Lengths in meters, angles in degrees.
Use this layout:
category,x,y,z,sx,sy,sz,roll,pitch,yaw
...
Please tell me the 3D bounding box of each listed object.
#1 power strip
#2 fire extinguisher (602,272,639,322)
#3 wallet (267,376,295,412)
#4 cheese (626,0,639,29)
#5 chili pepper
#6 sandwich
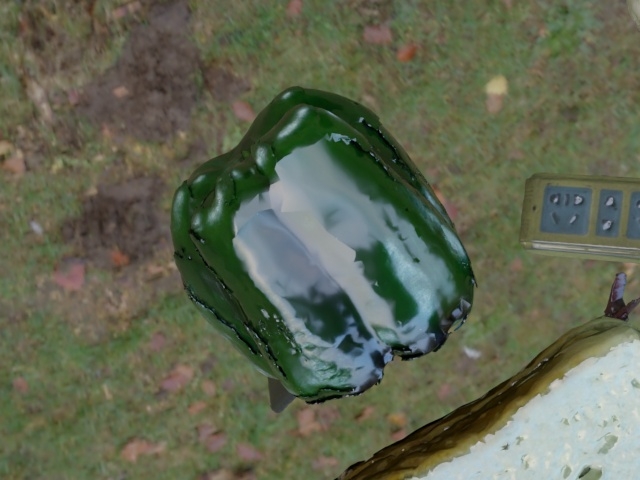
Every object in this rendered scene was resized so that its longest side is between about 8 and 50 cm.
category,x,y,z,sx,sy,sz,roll,pitch,yaw
power strip,0.403,-0.017,1.284,0.388,0.092,0.066,5,171,22
fire extinguisher,0.490,0.204,1.726,0.106,0.337,0.147,-9,147,-29
wallet,-0.017,0.116,1.713,0.044,0.170,0.321,-1,155,-22
cheese,0.454,-0.229,1.380,0.174,0.248,0.251,0,111,-49
chili pepper,0.000,0.000,1.131,0.248,0.233,0.256,-43,112,-10
sandwich,0.177,0.208,0.772,0.249,0.095,0.273,-36,91,8
